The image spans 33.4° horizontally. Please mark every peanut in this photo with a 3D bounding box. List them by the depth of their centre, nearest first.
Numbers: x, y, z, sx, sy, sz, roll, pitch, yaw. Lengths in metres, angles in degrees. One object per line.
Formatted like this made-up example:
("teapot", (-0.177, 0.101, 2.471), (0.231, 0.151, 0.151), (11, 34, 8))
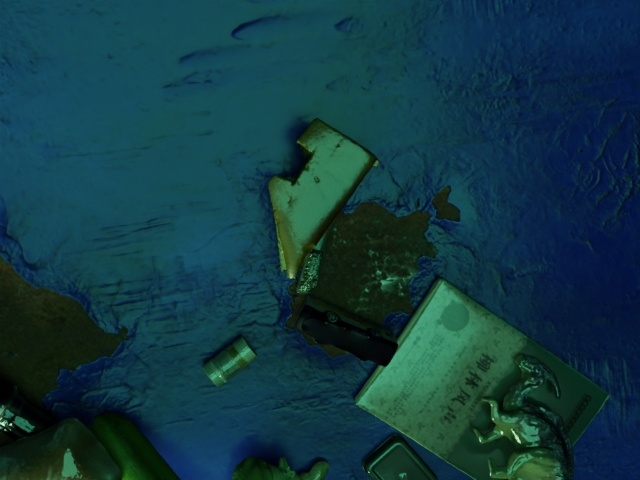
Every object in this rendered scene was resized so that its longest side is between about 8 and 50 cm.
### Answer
("peanut", (-0.018, 0.408, 1.820), (0.083, 0.037, 0.037), (-37, 101, -9))

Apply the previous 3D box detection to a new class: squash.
("squash", (-0.248, 0.430, 1.711), (0.101, 0.101, 0.378), (-43, 80, -1))

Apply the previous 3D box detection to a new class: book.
("book", (0.282, 0.271, 1.846), (0.379, 0.031, 0.264), (33, 92, -11))

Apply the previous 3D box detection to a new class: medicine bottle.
("medicine bottle", (-0.149, 0.200, 1.767), (0.083, 0.047, 0.047), (-38, 101, -2))

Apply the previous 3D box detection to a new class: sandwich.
("sandwich", (-0.023, -0.065, 1.704), (0.128, 0.122, 0.235), (35, 90, -2))

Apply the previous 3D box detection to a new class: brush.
("brush", (0.000, 0.000, 1.772), (0.034, 0.027, 0.190), (16, 94, -12))

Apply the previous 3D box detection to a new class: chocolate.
("chocolate", (-0.442, 0.392, 1.674), (0.254, 0.080, 0.157), (-26, 109, 25))

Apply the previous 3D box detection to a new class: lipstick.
("lipstick", (-0.503, 0.270, 1.707), (0.300, 0.081, 0.081), (37, 91, -17))

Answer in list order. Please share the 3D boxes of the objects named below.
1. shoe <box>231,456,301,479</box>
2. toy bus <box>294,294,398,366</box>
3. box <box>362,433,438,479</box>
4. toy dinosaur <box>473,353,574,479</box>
("shoe", (-0.100, 0.486, 1.763), (0.128, 0.140, 0.262), (6, 101, -16))
("toy bus", (0.043, 0.150, 1.773), (0.172, 0.072, 0.057), (23, 110, -9))
("box", (0.140, 0.405, 1.843), (0.091, 0.031, 0.126), (-40, 100, -2))
("toy dinosaur", (0.350, 0.345, 1.811), (0.162, 0.077, 0.294), (-13, 99, -7))
